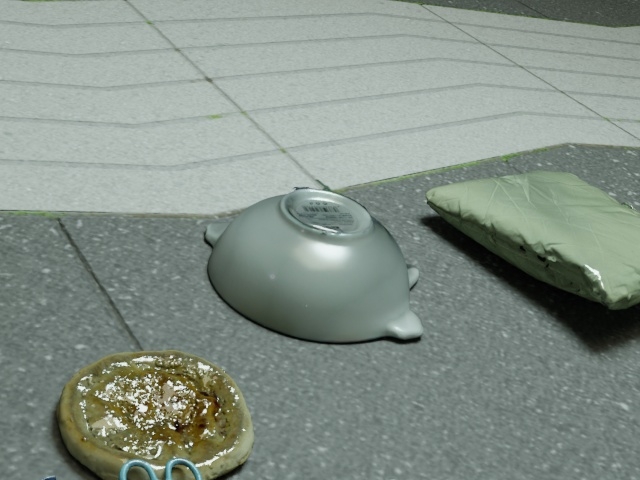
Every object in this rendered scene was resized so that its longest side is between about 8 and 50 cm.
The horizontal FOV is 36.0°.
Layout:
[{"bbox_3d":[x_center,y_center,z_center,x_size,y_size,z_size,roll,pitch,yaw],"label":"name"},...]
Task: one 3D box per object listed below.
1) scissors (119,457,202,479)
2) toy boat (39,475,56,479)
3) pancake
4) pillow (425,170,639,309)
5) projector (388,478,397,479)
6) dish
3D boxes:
[{"bbox_3d":[-0.095,0.187,0.641,0.058,0.014,0.119,4,34,-27],"label":"scissors"},{"bbox_3d":[-0.205,0.170,0.626,0.083,0.038,0.038,-16,41,-43],"label":"toy boat"},{"bbox_3d":[-0.123,0.131,0.746,0.152,0.025,0.151,10,29,-6],"label":"pancake"},{"bbox_3d":[0.303,-0.005,1.138,0.274,0.076,0.281,-8,30,-39],"label":"pillow"},{"bbox_3d":[0.090,0.232,0.626,0.147,0.061,0.115,20,28,11],"label":"projector"},{"bbox_3d":[0.000,0.000,0.973,0.236,0.086,0.228,15,28,0],"label":"dish"}]
